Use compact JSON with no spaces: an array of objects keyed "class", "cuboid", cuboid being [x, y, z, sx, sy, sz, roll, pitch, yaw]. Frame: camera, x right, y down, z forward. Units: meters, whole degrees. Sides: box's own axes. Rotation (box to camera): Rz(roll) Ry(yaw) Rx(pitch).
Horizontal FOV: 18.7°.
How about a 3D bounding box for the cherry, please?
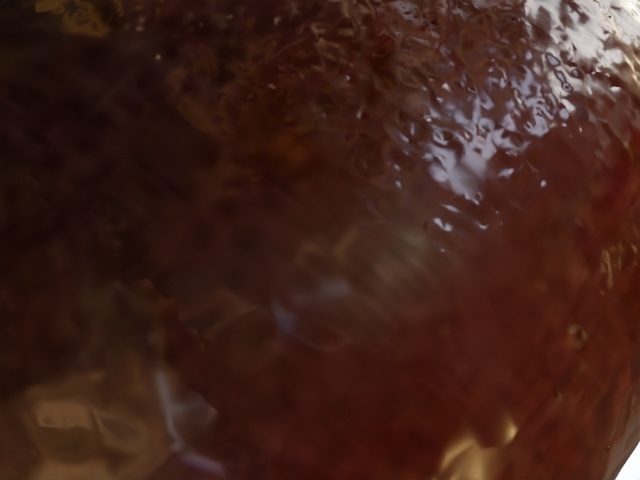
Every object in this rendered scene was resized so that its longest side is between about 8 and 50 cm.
[{"class":"cherry","cuboid":[-0.004,0.010,0.508,0.239,0.206,0.239,-11,-168,2]}]
